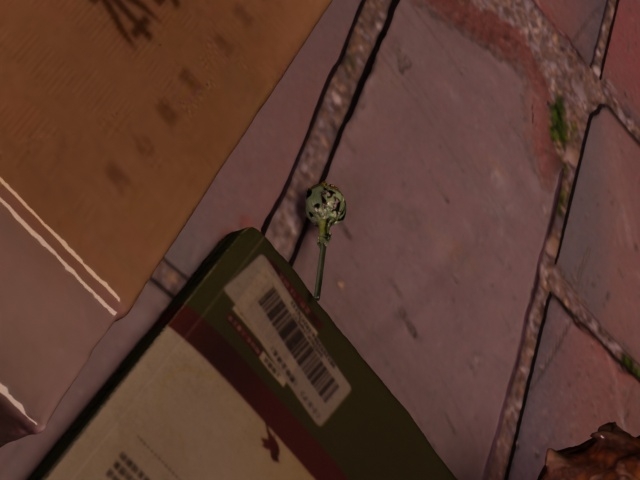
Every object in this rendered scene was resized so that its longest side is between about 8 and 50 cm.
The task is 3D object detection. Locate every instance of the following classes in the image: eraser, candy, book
[{"bbox_3d":[-0.107,-0.073,0.605,0.144,0.078,0.343,47,44,-20],"label":"eraser"},{"bbox_3d":[0.000,0.000,0.723,0.023,0.025,0.083,8,43,0],"label":"candy"},{"bbox_3d":[-0.042,0.147,0.622,0.201,0.026,0.289,53,43,-15],"label":"book"}]

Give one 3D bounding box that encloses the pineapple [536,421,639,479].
[{"bbox_3d":[0.229,0.212,0.800,0.361,0.175,0.175,34,50,-52],"label":"pineapple"}]
